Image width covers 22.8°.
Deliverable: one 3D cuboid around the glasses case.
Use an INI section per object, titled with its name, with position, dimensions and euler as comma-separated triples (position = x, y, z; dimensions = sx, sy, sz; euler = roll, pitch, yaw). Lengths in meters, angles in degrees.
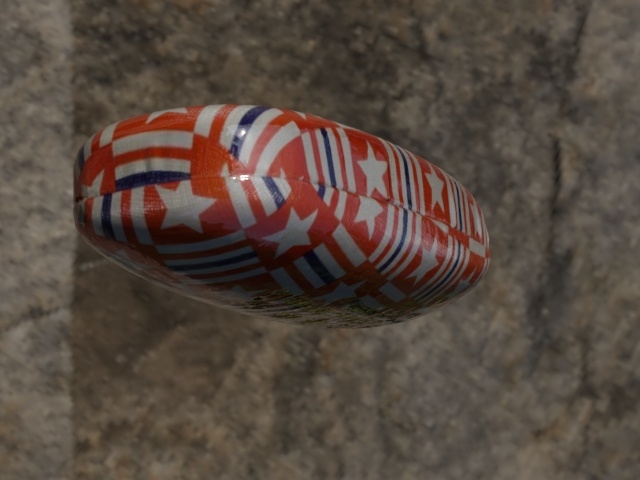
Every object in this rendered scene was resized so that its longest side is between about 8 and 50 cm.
[glasses case]
position = 0.000, 0.000, 0.492
dimensions = 0.194, 0.073, 0.049
euler = 17, 66, -63
